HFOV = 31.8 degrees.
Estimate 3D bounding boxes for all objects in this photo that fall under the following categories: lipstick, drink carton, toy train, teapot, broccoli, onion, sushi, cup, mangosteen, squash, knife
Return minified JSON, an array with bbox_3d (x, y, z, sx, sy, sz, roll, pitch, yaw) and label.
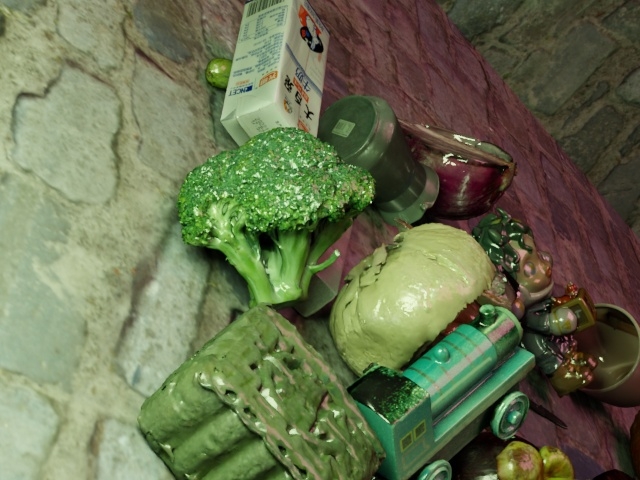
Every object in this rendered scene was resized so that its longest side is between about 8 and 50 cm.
[{"bbox_3d":[0.000,0.000,1.697,0.068,0.066,0.317,47,24,-16],"label":"lipstick"},{"bbox_3d":[-0.066,-0.263,1.795,0.130,0.106,0.315,51,32,-37],"label":"drink carton"},{"bbox_3d":[0.157,0.205,1.439,0.120,0.298,0.194,26,-42,39],"label":"toy train"},{"bbox_3d":[0.090,-0.140,1.979,0.203,0.171,0.225,33,-6,47],"label":"teapot"},{"bbox_3d":[-0.055,-0.030,1.469,0.269,0.261,0.242,123,-39,-78],"label":"broccoli"},{"bbox_3d":[0.205,-0.145,2.212,0.348,0.159,0.267,25,15,20],"label":"onion"},{"bbox_3d":[0.223,0.067,1.959,0.273,0.134,0.109,40,32,-29],"label":"sushi"},{"bbox_3d":[0.605,0.242,2.413,0.253,0.192,0.200,29,-1,41],"label":"cup"},{"bbox_3d":[0.273,0.347,1.539,0.192,0.217,0.192,39,40,-41],"label":"mangosteen"},{"bbox_3d":[-0.135,-0.272,1.846,0.052,0.052,0.183,57,21,7],"label":"squash"},{"bbox_3d":[0.430,0.330,2.137,0.170,0.010,0.023,35,35,-42],"label":"knife"}]

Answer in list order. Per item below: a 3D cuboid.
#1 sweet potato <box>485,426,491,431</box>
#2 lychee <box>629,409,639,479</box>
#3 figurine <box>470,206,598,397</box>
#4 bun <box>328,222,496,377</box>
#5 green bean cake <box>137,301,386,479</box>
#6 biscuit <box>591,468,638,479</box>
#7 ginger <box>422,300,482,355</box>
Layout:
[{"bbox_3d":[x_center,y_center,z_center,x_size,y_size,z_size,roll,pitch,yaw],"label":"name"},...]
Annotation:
[{"bbox_3d":[0.266,0.238,1.891,0.057,0.057,0.265,39,28,-32],"label":"sweet potato"},{"bbox_3d":[0.772,0.447,2.332,0.300,0.255,0.255,31,4,42],"label":"lychee"},{"bbox_3d":[0.402,0.113,2.160,0.382,0.186,0.261,53,18,-4],"label":"figurine"},{"bbox_3d":[0.116,0.075,1.583,0.152,0.259,0.259,44,23,1],"label":"bun"},{"bbox_3d":[-0.052,0.207,1.232,0.241,0.132,0.255,50,23,0],"label":"green bean cake"},{"bbox_3d":[0.584,0.595,1.957,0.407,0.091,0.407,41,25,-24],"label":"biscuit"},{"bbox_3d":[0.225,0.151,1.807,0.270,0.123,0.219,36,16,2],"label":"ginger"}]
